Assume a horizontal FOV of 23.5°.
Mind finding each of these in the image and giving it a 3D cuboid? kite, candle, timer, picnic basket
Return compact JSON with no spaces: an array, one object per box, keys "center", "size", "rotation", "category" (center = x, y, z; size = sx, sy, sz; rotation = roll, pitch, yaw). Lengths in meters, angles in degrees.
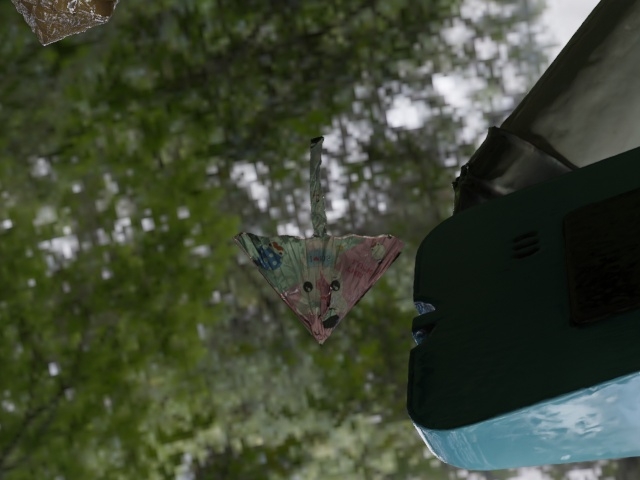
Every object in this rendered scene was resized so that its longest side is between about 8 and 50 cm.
[{"center":[0.000,0.000,1.136],"size":[0.139,0.156,0.011],"rotation":[-1,176,-25],"category":"kite"},{"center":[0.285,-0.097,1.339],"size":[0.342,0.221,0.221],"rotation":[-52,-158,3],"category":"candle"},{"center":[0.179,0.039,0.904],"size":[0.250,0.091,0.232],"rotation":[-16,-150,16],"category":"timer"},{"center":[-0.290,-0.312,1.626],"size":[0.128,0.178,0.137],"rotation":[-17,-147,19],"category":"picnic basket"}]
